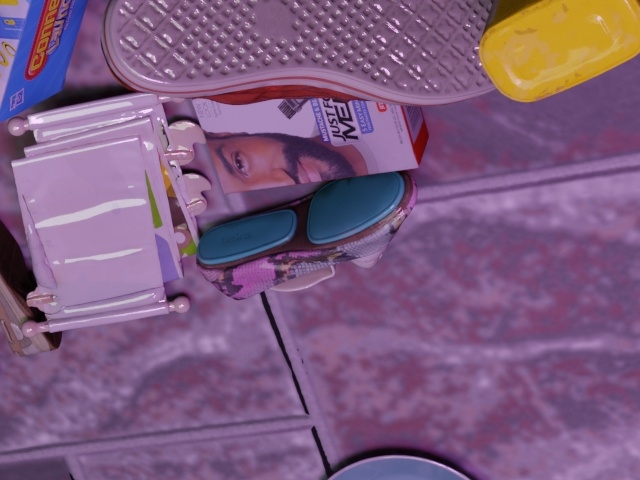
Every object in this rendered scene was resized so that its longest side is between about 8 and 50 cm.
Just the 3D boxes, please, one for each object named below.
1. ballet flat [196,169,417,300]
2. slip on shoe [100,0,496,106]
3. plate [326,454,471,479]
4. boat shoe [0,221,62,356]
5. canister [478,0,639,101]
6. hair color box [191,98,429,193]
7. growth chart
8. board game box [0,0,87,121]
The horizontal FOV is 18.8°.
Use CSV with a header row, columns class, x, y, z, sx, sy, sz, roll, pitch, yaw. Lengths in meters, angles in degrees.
class,x,y,z,sx,sy,sz,roll,pitch,yaw
ballet flat,0.000,0.000,1.599,0.221,0.077,0.079,-19,134,30
slip on shoe,-0.004,-0.153,1.426,0.331,0.101,0.123,-4,88,-18
plate,0.083,0.265,1.770,0.188,0.024,0.188,6,123,10
boat shoe,-0.282,0.040,1.702,0.048,0.056,0.153,-17,124,19
canister,0.180,-0.177,1.369,0.126,0.170,0.073,-23,114,27
hair color box,-0.007,-0.097,1.542,0.167,0.053,0.093,-7,121,20
growth chart,-0.176,-0.021,1.629,0.172,0.021,0.237,-5,123,-6
board game box,-0.295,-0.293,1.418,0.308,0.086,0.302,33,126,14
